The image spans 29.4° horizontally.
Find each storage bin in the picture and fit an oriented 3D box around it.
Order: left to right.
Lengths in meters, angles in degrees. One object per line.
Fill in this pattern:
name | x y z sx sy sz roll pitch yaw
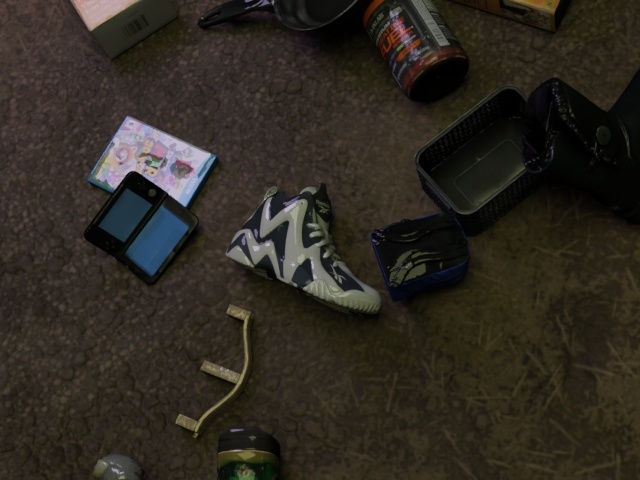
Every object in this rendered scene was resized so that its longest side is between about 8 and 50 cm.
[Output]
storage bin | 0.232 -0.109 1.667 0.180 0.084 0.122 -37 66 -4

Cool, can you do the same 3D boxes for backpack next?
backpack | 0.137 0.020 1.628 0.120 0.101 0.098 -20 68 0

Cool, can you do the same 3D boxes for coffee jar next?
coffee jar | -0.094 0.334 1.559 0.079 0.096 0.184 -2 68 9

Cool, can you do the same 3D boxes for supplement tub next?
supplement tub | 0.126 -0.302 1.754 0.106 0.106 0.198 -29 65 0

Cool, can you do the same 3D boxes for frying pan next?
frying pan | -0.033 -0.349 1.791 0.326 0.053 0.197 -36 47 21

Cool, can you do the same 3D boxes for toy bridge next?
toy bridge | -0.132 0.183 1.665 0.063 0.026 0.188 19 75 17

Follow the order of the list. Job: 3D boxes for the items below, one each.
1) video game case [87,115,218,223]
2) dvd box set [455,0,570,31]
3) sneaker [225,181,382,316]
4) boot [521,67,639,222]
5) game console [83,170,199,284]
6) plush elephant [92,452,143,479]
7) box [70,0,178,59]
video game case | -0.249 -0.105 1.810 0.166 0.015 0.119 25 76 20
dvd box set | 0.219 -0.510 1.839 0.420 0.062 0.308 21 75 20
sneaker | 0.000 0.000 1.669 0.235 0.094 0.153 22 84 30
boot | 0.372 -0.167 1.592 0.094 0.207 0.247 -3 65 58
game console | -0.256 -0.018 1.739 0.122 0.107 0.071 -53 40 1
plush elephant | -0.357 0.417 1.492 0.255 0.272 0.330 8 94 -11
box | -0.326 -0.394 1.898 0.130 0.091 0.170 -34 66 -2
